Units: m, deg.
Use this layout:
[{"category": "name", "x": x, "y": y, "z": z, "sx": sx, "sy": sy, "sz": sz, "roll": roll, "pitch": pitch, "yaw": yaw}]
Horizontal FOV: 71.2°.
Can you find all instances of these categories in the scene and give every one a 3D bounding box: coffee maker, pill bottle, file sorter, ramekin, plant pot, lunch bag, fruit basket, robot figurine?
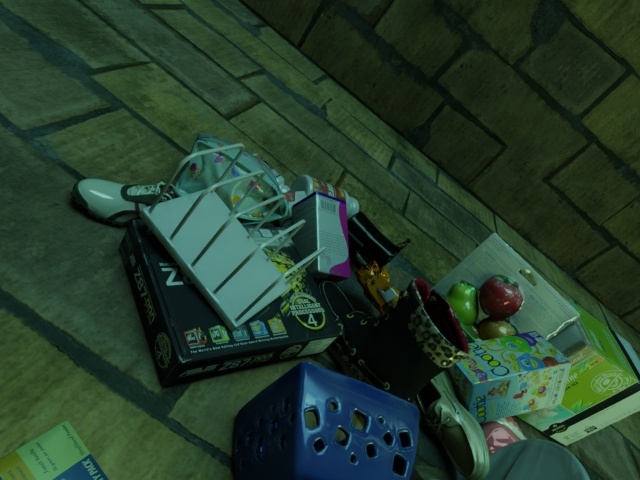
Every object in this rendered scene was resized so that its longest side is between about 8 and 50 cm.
[{"category": "coffee maker", "x": 0.154, "y": -0.004, "z": 1.381, "sx": 0.178, "sy": 0.171, "sz": 0.120, "roll": 46, "pitch": 4, "yaw": 3}, {"category": "pill bottle", "x": 0.014, "y": -0.122, "z": 1.421, "sx": 0.216, "sy": 0.121, "sz": 0.121, "roll": 16, "pitch": 39, "yaw": -35}, {"category": "file sorter", "x": -0.152, "y": -0.017, "z": 0.844, "sx": 0.278, "sy": 0.173, "sz": 0.193, "roll": 51, "pitch": 33, "yaw": 4}, {"category": "ramekin", "x": 0.440, "y": 0.556, "z": 0.909, "sx": 0.127, "sy": 0.272, "sz": 0.273, "roll": 50, "pitch": 30, "yaw": -8}, {"category": "plant pot", "x": 0.001, "y": 0.360, "z": 0.697, "sx": 0.235, "sy": 0.236, "sz": 0.212, "roll": 27, "pitch": 40, "yaw": -21}, {"category": "pill bottle", "x": -0.164, "y": -0.179, "z": 1.332, "sx": 0.152, "sy": 0.086, "sz": 0.086, "roll": 44, "pitch": 31, "yaw": 3}, {"category": "lunch bag", "x": -0.209, "y": -0.144, "z": 1.115, "sx": 0.262, "sy": 0.160, "sz": 0.223, "roll": 25, "pitch": 12, "yaw": -20}, {"category": "fruit basket", "x": 0.495, "y": 0.208, "z": 1.319, "sx": 0.327, "sy": 0.353, "sz": 0.165, "roll": 45, "pitch": 16, "yaw": 8}, {"category": "robot figurine", "x": 0.207, "y": 0.191, "z": 1.183, "sx": 0.291, "sy": 0.085, "sz": 0.211, "roll": 51, "pitch": -1, "yaw": -10}]

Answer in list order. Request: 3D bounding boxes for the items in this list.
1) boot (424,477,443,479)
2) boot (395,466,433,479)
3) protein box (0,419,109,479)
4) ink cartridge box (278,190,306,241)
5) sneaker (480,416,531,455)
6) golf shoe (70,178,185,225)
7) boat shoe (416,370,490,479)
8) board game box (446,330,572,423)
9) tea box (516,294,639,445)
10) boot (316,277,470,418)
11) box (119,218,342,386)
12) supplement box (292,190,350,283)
[{"category": "boot", "x": 0.222, "y": 0.554, "z": 0.838, "sx": 0.189, "sy": 0.076, "sz": 0.209, "roll": 42, "pitch": 34, "yaw": -27}, {"category": "boot", "x": 0.126, "y": 0.402, "z": 0.786, "sx": 0.090, "sy": 0.249, "sz": 0.207, "roll": -8, "pitch": 46, "yaw": -15}, {"category": "protein box", "x": -0.319, "y": 0.317, "z": 0.413, "sx": 0.136, "sy": 0.200, "sz": 0.201, "roll": 47, "pitch": 31, "yaw": 11}, {"category": "ink cartridge box", "x": -0.071, "y": -0.067, "z": 1.279, "sx": 0.099, "sy": 0.056, "sz": 0.135, "roll": -12, "pitch": 82, "yaw": -54}, {"category": "sneaker", "x": 0.518, "y": 0.571, "z": 1.140, "sx": 0.313, "sy": 0.116, "sz": 0.136, "roll": 34, "pitch": 41, "yaw": 1}, {"category": "golf shoe", "x": -0.372, "y": -0.087, "z": 0.952, "sx": 0.272, "sy": 0.120, "sz": 0.105, "roll": 19, "pitch": 39, "yaw": -31}, {"category": "boat shoe", "x": 0.291, "y": 0.418, "z": 1.063, "sx": 0.098, "sy": 0.109, "sz": 0.302, "roll": 17, "pitch": 32, "yaw": -26}, {"category": "board game box", "x": 0.469, "y": 0.351, "z": 1.156, "sx": 0.275, "sy": 0.145, "sz": 0.142, "roll": -7, "pitch": 26, "yaw": -13}, {"category": "tea box", "x": 0.741, "y": 0.401, "z": 1.363, "sx": 0.323, "sy": 0.329, "sz": 0.220, "roll": 32, "pitch": 32, "yaw": -12}, {"category": "boot", "x": 0.137, "y": 0.185, "z": 1.006, "sx": 0.138, "sy": 0.284, "sz": 0.378, "roll": 11, "pitch": 41, "yaw": -41}, {"category": "box", "x": -0.177, "y": 0.109, "z": 0.940, "sx": 0.394, "sy": 0.097, "sz": 0.318, "roll": 3, "pitch": 46, "yaw": -45}, {"category": "supplement box", "x": 0.000, "y": 0.000, "z": 1.187, "sx": 0.111, "sy": 0.113, "sz": 0.220, "roll": 16, "pitch": 62, "yaw": -37}]
